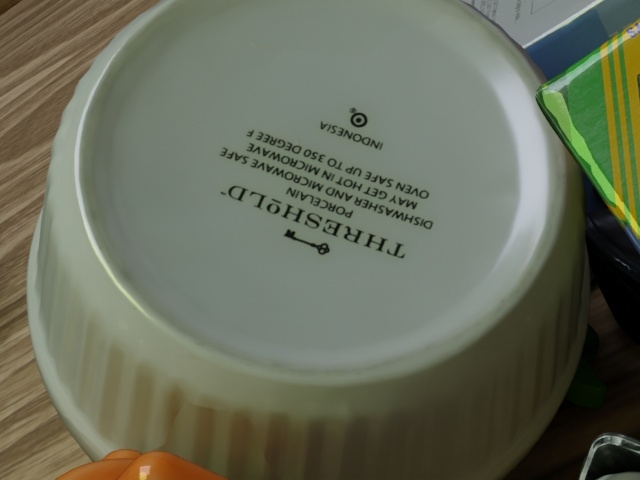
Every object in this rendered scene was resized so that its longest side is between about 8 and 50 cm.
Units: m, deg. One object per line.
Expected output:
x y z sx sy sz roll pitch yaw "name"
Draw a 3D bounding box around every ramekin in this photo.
-0.002 -0.007 0.773 0.273 0.273 0.127 -50 -16 -25 "ramekin"

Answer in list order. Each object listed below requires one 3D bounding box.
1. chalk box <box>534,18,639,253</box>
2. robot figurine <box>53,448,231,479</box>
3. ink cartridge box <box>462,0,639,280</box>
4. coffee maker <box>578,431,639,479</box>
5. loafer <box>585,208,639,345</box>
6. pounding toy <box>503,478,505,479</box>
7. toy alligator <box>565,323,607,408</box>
0.201 0.006 0.647 0.132 0.213 0.132 -35 -23 8 "chalk box"
-0.091 0.173 0.687 0.128 0.158 0.219 -6 -34 -43 "robot figurine"
0.209 -0.144 0.969 0.395 0.151 0.270 -31 23 25 "ink cartridge box"
0.097 0.152 0.539 0.178 0.120 0.171 -29 12 -38 "coffee maker"
0.178 0.021 0.830 0.061 0.062 0.170 -29 29 -4 "loafer"
-0.021 0.125 0.856 0.183 0.110 0.237 -17 51 -25 "pounding toy"
0.085 0.034 0.900 0.051 0.056 0.189 -20 38 -41 "toy alligator"
